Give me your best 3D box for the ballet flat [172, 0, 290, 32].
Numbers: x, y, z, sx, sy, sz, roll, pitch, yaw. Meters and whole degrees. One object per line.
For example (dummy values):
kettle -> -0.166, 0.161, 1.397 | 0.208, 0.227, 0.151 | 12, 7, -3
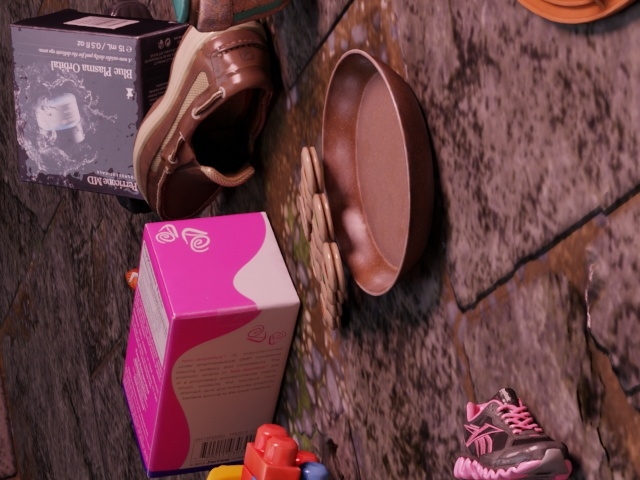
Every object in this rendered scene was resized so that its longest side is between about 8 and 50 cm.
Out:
ballet flat -> -0.085, -0.299, 1.395 | 0.107, 0.106, 0.316 | 109, 150, -65

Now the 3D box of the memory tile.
memory tile -> 0.000, 0.000, 1.329 | 0.148, 0.012, 0.113 | 92, 166, -73

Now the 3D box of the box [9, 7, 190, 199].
box -> -0.206, -0.132, 1.712 | 0.156, 0.093, 0.158 | 9, 110, 30

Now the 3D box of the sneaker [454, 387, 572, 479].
sneaker -> 0.111, 0.115, 1.058 | 0.119, 0.047, 0.057 | 166, 109, -70

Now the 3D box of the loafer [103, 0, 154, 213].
loafer -> -0.197, -0.137, 1.823 | 0.078, 0.076, 0.223 | 32, 130, 56

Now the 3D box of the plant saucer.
plant saucer -> 0.041, -0.047, 1.225 | 0.168, 0.029, 0.169 | 175, 90, -72

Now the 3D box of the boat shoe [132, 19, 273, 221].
boat shoe -> -0.099, -0.082, 1.532 | 0.257, 0.095, 0.095 | 111, 142, -53

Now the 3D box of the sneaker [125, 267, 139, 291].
sneaker -> -0.151, 0.055, 1.780 | 0.175, 0.064, 0.067 | -160, 55, -72

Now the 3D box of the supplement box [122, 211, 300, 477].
supplement box -> -0.099, 0.092, 1.555 | 0.220, 0.111, 0.114 | 105, 153, -46

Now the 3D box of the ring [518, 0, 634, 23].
ring -> 0.117, -0.279, 0.921 | 0.336, 0.032, 0.337 | 173, 90, -71

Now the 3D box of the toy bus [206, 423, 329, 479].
toy bus -> -0.050, 0.248, 1.443 | 0.220, 0.149, 0.212 | -155, 73, -71
